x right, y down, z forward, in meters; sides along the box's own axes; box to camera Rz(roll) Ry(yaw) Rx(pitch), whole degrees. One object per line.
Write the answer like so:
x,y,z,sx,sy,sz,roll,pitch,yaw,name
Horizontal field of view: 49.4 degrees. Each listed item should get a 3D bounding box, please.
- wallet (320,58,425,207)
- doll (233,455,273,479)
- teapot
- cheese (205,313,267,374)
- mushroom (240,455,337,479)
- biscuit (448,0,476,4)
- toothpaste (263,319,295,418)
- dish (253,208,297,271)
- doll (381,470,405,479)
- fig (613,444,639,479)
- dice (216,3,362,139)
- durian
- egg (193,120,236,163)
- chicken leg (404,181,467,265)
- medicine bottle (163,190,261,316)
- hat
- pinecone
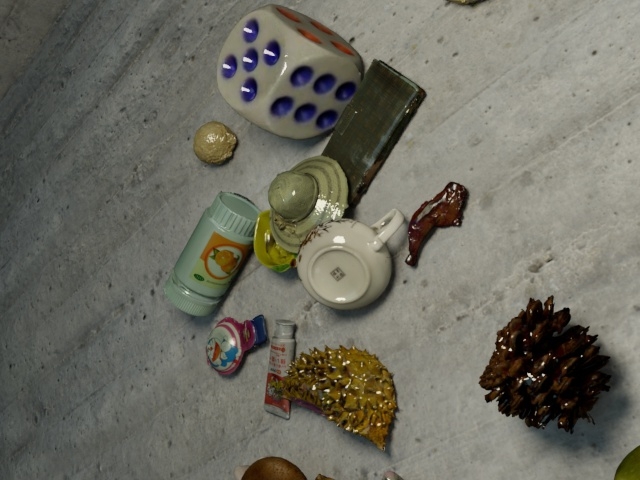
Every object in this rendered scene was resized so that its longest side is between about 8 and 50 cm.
0.106,-0.250,1.626,0.169,0.044,0.317,45,115,34,wallet
-0.157,0.623,1.702,0.161,0.059,0.160,-33,60,34,doll
0.069,0.041,1.537,0.300,0.166,0.208,-38,88,13,teapot
-0.228,0.268,1.834,0.244,0.062,0.155,-29,62,36,cheese
-0.072,0.621,1.530,0.278,0.163,0.297,-43,76,27,mushroom
0.358,-0.619,1.427,0.179,0.084,0.281,35,106,42,biscuit
-0.097,0.314,1.714,0.089,0.057,0.234,10,97,41,toothpaste
-0.086,0.004,1.736,0.148,0.080,0.207,-51,51,19,dish
0.182,0.542,1.372,0.192,0.095,0.149,29,109,41,doll
0.561,0.364,1.023,0.234,0.167,0.167,-16,67,2,fig
-0.074,-0.405,1.678,0.243,0.259,0.251,-55,51,24,dice
0.026,0.321,1.548,0.341,0.112,0.191,16,95,46,durian
-0.302,-0.278,1.976,0.140,0.118,0.116,-35,17,44,egg
0.234,-0.039,1.466,0.205,0.053,0.093,-48,68,31,chicken leg
-0.283,0.035,1.863,0.158,0.158,0.318,47,115,38,medicine bottle
-0.062,-0.102,1.620,0.252,0.110,0.251,-18,62,37,hat
0.384,0.217,1.172,0.222,0.222,0.221,-10,76,42,pinecone
